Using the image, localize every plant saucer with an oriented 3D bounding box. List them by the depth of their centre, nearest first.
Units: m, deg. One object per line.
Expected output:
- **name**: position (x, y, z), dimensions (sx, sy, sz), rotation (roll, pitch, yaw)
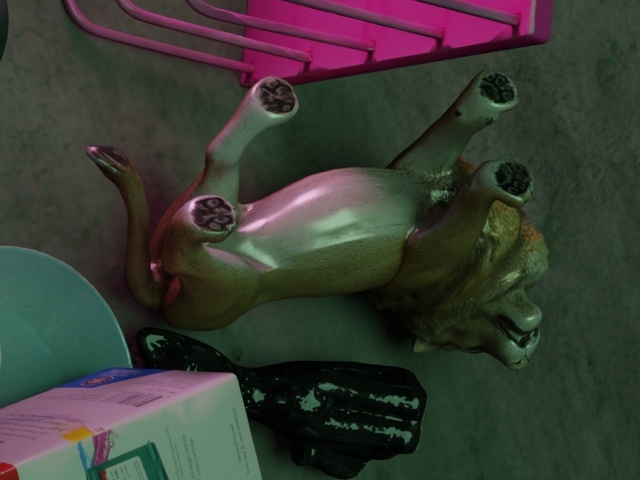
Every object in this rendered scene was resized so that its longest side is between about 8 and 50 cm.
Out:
- **plant saucer**: position (-0.203, 0.100, 1.178), dimensions (0.195, 0.037, 0.195), rotation (1, 88, -41)

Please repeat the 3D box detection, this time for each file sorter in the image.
- **file sorter**: position (-0.014, -0.222, 1.191), dimensions (0.182, 0.291, 0.202), rotation (10, 81, -37)

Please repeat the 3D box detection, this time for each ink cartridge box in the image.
- **ink cartridge box**: position (-0.165, 0.143, 1.095), dimensions (0.231, 0.134, 0.078), rotation (-20, 102, -39)

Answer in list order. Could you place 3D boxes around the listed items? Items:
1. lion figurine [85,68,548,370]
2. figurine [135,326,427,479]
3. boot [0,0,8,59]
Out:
- **lion figurine**: position (0.000, 0.000, 1.285), dimensions (0.392, 0.240, 0.142), rotation (1, 59, -25)
- **figurine**: position (-0.048, 0.174, 1.288), dimensions (0.209, 0.092, 0.215), rotation (14, 80, -32)
- **boot**: position (-0.318, -0.125, 0.778), dimensions (0.445, 0.367, 0.146), rotation (20, 74, -42)
